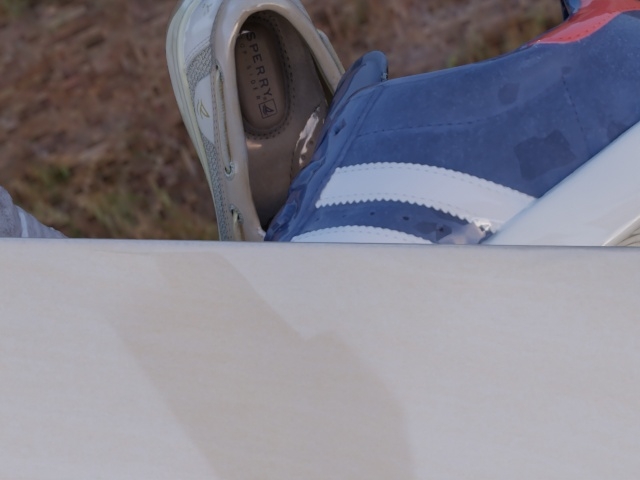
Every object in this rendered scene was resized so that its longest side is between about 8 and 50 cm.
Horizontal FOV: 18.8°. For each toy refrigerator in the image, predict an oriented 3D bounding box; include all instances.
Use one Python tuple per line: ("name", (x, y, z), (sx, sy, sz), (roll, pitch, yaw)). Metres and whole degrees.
("toy refrigerator", (0.003, 0.059, 0.384), (0.270, 0.094, 0.102), (0, 76, -7))

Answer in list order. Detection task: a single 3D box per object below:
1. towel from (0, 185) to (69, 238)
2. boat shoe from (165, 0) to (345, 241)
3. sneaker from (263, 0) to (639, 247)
("towel", (-0.195, 0.087, 1.140), (0.049, 0.187, 0.282), (-18, 52, 25))
("boat shoe", (0.000, 0.000, 1.061), (0.109, 0.302, 0.098), (-22, 18, -11))
("sneaker", (0.013, 0.017, 0.774), (0.350, 0.131, 0.148), (-33, 59, -12))
